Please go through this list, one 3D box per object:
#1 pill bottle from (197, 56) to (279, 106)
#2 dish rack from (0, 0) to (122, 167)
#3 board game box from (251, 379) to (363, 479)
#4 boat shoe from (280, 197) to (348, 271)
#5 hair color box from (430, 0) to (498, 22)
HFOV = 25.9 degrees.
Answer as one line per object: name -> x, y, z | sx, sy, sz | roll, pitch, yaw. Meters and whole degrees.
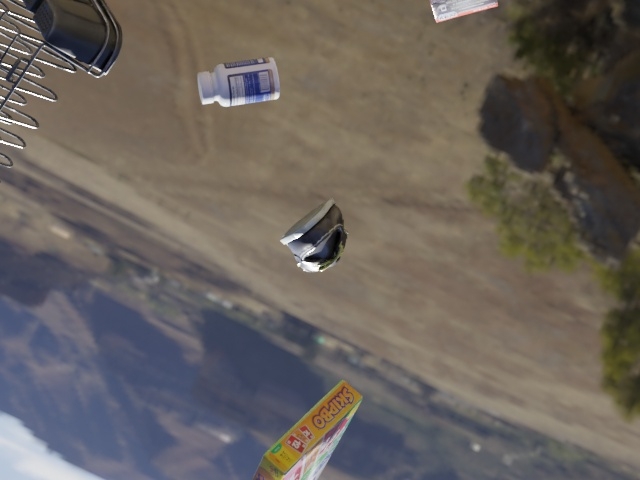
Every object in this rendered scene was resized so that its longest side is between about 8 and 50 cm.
pill bottle -> -0.127, -0.243, 2.150 | 0.120, 0.067, 0.067 | -9, 178, -10
dish rack -> -0.310, -0.146, 1.263 | 0.074, 0.271, 0.208 | 21, -154, -44
board game box -> -0.038, 0.251, 1.431 | 0.039, 0.124, 0.259 | 42, 143, 11
boat shoe -> 0.000, 0.000, 1.695 | 0.069, 0.081, 0.228 | 53, 178, 0
hair color box -> 0.186, -0.400, 1.961 | 0.093, 0.167, 0.053 | -13, 155, 8
